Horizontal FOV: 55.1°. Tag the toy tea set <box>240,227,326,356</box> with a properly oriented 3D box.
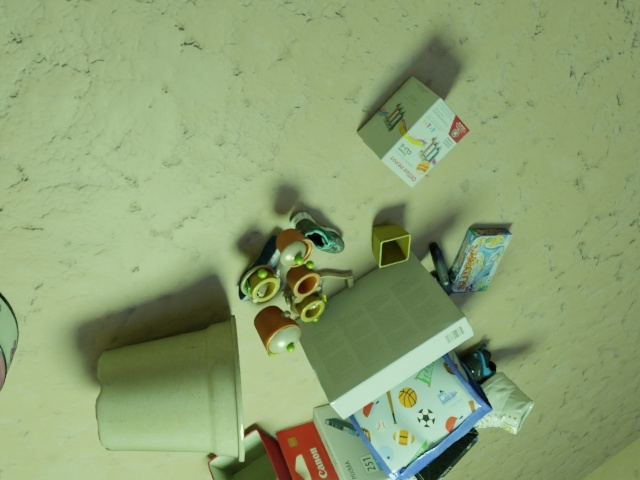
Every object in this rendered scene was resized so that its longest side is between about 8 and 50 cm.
[{"bbox_3d":[-0.066,0.132,1.397,0.200,0.124,0.336,-30,141,-17],"label":"toy tea set"}]

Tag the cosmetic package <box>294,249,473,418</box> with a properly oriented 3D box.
[{"bbox_3d":[0.144,0.222,1.538,0.377,0.284,0.097,-33,134,0],"label":"cosmetic package"}]

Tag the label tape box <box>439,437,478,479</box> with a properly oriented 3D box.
[{"bbox_3d":[0.423,0.693,2.160,0.240,0.106,0.334,19,115,-36],"label":"label tape box"}]

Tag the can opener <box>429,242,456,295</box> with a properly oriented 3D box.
[{"bbox_3d":[0.327,0.084,1.674,0.073,0.059,0.186,-24,132,-8],"label":"can opener"}]

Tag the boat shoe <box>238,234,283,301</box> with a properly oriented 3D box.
[{"bbox_3d":[-0.124,0.075,1.439,0.066,0.066,0.183,23,112,-39],"label":"boat shoe"}]

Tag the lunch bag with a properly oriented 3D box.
[{"bbox_3d":[0.238,0.407,1.659,0.328,0.385,0.239,-43,131,8],"label":"lunch bag"}]

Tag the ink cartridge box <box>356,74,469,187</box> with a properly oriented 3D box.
[{"bbox_3d":[0.196,-0.232,1.319,0.176,0.127,0.128,-46,132,13],"label":"ink cartridge box"}]

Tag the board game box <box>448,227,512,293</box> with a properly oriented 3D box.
[{"bbox_3d":[0.441,0.058,1.726,0.136,0.035,0.201,-2,125,-25],"label":"board game box"}]

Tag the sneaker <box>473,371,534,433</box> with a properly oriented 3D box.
[{"bbox_3d":[0.523,0.547,1.896,0.292,0.169,0.108,-34,136,-16],"label":"sneaker"}]

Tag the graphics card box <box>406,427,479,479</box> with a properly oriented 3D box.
[{"bbox_3d":[0.298,0.655,1.827,0.232,0.094,0.371,-34,163,-29],"label":"graphics card box"}]

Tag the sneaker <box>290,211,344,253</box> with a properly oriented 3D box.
[{"bbox_3d":[0.000,0.000,1.435,0.166,0.076,0.065,28,110,-39],"label":"sneaker"}]

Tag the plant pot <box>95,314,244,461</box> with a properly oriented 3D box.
[{"bbox_3d":[-0.339,0.347,1.405,0.305,0.334,0.334,-3,127,-10],"label":"plant pot"}]

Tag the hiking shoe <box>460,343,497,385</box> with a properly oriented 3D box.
[{"bbox_3d":[0.543,0.469,2.043,0.132,0.113,0.304,-36,136,-4],"label":"hiking shoe"}]

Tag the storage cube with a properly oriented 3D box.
[{"bbox_3d":[-0.183,0.702,1.801,0.183,0.215,0.193,-35,139,1],"label":"storage cube"}]

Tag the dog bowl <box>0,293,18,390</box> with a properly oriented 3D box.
[{"bbox_3d":[-0.802,0.238,1.172,0.407,0.150,0.408,-14,130,-17],"label":"dog bowl"}]

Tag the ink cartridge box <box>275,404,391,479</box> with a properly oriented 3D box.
[{"bbox_3d":[0.036,0.617,1.779,0.261,0.296,0.066,-11,128,-19],"label":"ink cartridge box"}]

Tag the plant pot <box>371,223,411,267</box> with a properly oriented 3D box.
[{"bbox_3d":[0.166,0.003,1.515,0.081,0.083,0.082,-14,129,-16],"label":"plant pot"}]

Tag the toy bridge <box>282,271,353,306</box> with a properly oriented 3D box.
[{"bbox_3d":[-0.007,0.113,1.553,0.188,0.026,0.063,-15,128,-15],"label":"toy bridge"}]
